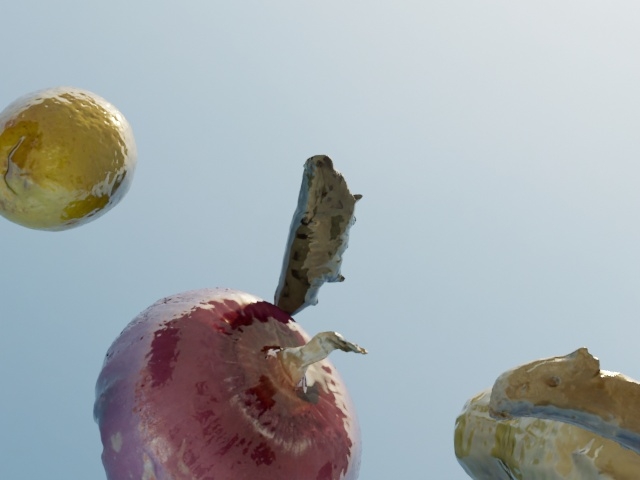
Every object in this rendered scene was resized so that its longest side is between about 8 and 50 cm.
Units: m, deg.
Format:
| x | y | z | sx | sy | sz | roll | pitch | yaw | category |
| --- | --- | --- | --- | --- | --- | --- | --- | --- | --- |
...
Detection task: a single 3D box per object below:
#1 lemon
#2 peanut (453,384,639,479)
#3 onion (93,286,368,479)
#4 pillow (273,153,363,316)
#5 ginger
| x | y | z | sx | sy | sz | roll | pitch | yaw | category |
| --- | --- | --- | --- | --- | --- | --- | --- | --- | --- |
| -0.296 | -0.092 | 1.203 | 0.170 | 0.170 | 0.207 | 44 | -156 | 2 | lemon |
| 0.209 | 0.194 | 0.942 | 0.125 | 0.274 | 0.111 | 37 | -98 | -13 | peanut |
| -0.091 | 0.211 | 1.334 | 0.358 | 0.345 | 0.358 | 52 | -178 | -2 | onion |
| 0.001 | -0.001 | 1.425 | 0.093 | 0.241 | 0.051 | 4 | -156 | -20 | pillow |
| 0.172 | 0.101 | 0.639 | 0.137 | 0.057 | 0.044 | 17 | -117 | 2 | ginger |
